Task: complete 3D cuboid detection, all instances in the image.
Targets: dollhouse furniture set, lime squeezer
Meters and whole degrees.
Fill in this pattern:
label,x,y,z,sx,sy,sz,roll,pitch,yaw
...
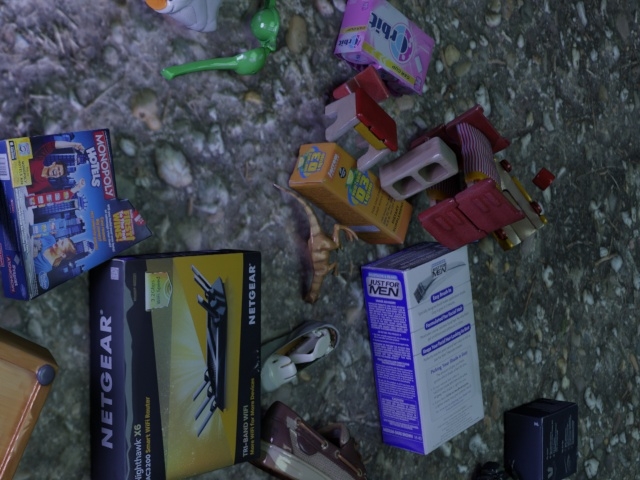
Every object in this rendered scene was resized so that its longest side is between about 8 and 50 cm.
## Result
label,x,y,z,sx,sy,sz,roll,pitch,yaw
dollhouse furniture set,0.176,-0.170,1.612,0.374,0.152,0.201,39,35,-38
lime squeezer,-0.112,-0.313,1.427,0.110,0.059,0.310,36,63,-7

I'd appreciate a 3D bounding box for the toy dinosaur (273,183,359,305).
label,x,y,z,sx,sy,sz,roll,pitch,yaw
toy dinosaur,0.000,0.000,1.548,0.112,0.064,0.211,-20,107,-43

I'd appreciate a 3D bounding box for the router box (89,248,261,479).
label,x,y,z,sx,sy,sz,roll,pitch,yaw
router box,-0.195,0.169,1.335,0.243,0.081,0.308,-4,96,-47

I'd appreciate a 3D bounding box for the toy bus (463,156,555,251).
label,x,y,z,sx,sy,sz,roll,pitch,yaw
toy bus,0.345,-0.077,1.882,0.104,0.191,0.202,101,0,-83

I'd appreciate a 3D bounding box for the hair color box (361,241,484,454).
label,x,y,z,sx,sy,sz,roll,pitch,yaw
hair color box,0.187,0.187,1.731,0.185,0.110,0.338,-19,108,-44

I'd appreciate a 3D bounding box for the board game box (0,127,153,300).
label,x,y,z,sx,sy,sz,roll,pitch,yaw
board game box,-0.309,-0.040,1.214,0.194,0.060,0.194,-14,103,-47

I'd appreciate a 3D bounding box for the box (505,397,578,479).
label,x,y,z,sx,sy,sz,roll,pitch,yaw
box,0.474,0.432,2.066,0.158,0.093,0.155,-6,98,-48

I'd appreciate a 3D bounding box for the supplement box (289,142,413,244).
label,x,y,z,sx,sy,sz,roll,pitch,yaw
supplement box,0.054,-0.073,1.591,0.233,0.080,0.078,33,67,-41

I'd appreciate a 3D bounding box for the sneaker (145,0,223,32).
label,x,y,z,sx,sy,sz,roll,pitch,yaw
sneaker,-0.152,-0.413,1.346,0.121,0.099,0.262,33,76,-51

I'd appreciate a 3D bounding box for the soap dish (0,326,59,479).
label,x,y,z,sx,sy,sz,roll,pitch,yaw
soap dish,-0.439,0.176,1.046,0.291,0.118,0.228,37,66,-43

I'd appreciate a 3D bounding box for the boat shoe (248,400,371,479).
label,x,y,z,sx,sy,sz,roll,pitch,yaw
boat shoe,0.021,0.355,1.557,0.342,0.123,0.123,36,68,-36

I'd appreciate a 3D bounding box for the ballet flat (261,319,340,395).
label,x,y,z,sx,sy,sz,roll,pitch,yaw
ballet flat,-0.050,0.184,1.503,0.213,0.068,0.072,-31,115,-41

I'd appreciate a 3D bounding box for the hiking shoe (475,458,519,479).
label,x,y,z,sx,sy,sz,roll,pitch,yaw
hiking shoe,0.330,0.505,1.939,0.227,0.086,0.114,1,78,-53

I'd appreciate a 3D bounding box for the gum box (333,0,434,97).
label,x,y,z,sx,sy,sz,roll,pitch,yaw
gum box,0.115,-0.328,1.648,0.188,0.062,0.107,25,74,-45
